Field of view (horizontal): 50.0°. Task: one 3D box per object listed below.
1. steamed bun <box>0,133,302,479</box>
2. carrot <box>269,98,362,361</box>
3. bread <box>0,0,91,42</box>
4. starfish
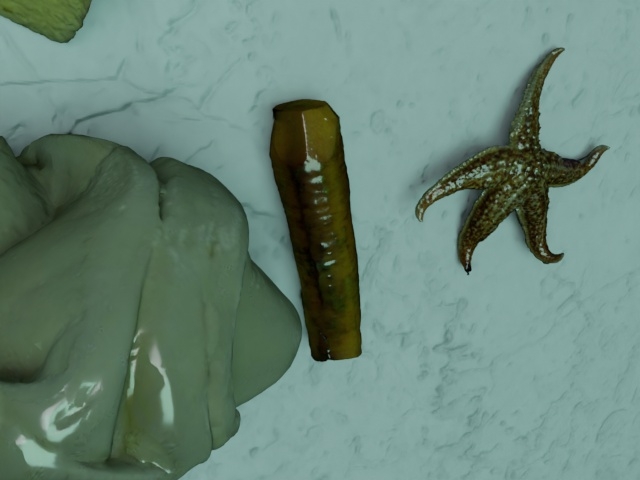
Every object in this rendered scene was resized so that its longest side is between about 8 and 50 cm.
[{"bbox_3d":[-0.217,0.054,0.455,0.368,0.342,0.254,-25,93,-1],"label":"steamed bun"},{"bbox_3d":[0.000,0.000,0.633,0.070,0.070,0.260,-15,118,-13],"label":"carrot"},{"bbox_3d":[-0.214,-0.224,0.468,0.147,0.127,0.152,25,135,-28],"label":"bread"},{"bbox_3d":[0.195,-0.070,0.676,0.213,0.057,0.237,0,113,-27],"label":"starfish"}]
